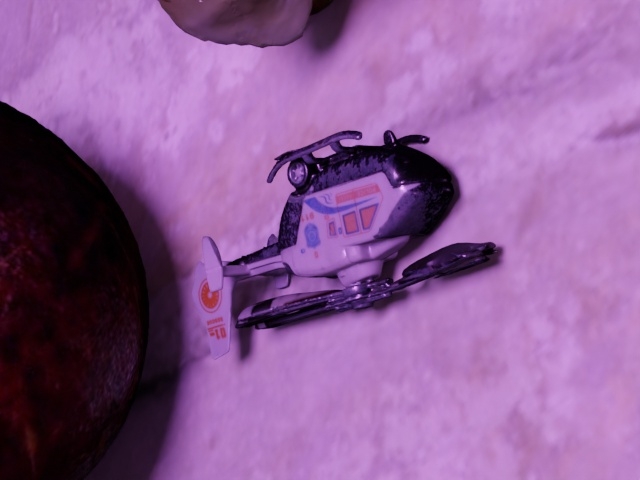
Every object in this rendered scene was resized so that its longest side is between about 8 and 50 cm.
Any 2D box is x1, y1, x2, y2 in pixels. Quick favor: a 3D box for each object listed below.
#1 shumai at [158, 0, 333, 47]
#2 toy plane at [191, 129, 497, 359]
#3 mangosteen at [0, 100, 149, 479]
[{"bbox_3d":[-0.040,-0.207,0.807,0.256,0.189,0.218,45,116,50],"label":"shumai"},{"bbox_3d":[-0.001,-0.001,0.831,0.197,0.053,0.078,-22,76,42],"label":"toy plane"},{"bbox_3d":[-0.234,0.056,0.937,0.297,0.293,0.297,-11,58,18],"label":"mangosteen"}]
